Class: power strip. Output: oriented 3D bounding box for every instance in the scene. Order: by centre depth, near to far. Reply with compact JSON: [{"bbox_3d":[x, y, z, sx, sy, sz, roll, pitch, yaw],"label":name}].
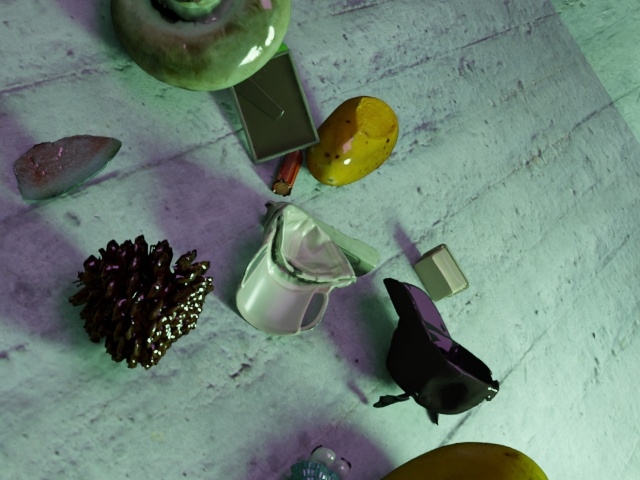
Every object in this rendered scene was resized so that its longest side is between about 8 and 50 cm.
[{"bbox_3d":[0.000,-0.003,1.974,0.286,0.080,0.048,31,47,-29],"label":"power strip"}]

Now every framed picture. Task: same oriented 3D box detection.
[{"bbox_3d":[-0.099,-0.277,1.974,0.015,0.150,0.203,-42,114,-79],"label":"framed picture"}]

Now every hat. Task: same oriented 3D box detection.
[{"bbox_3d":[-0.068,0.063,1.834,0.219,0.226,0.164,45,-1,-25],"label":"hat"},{"bbox_3d":[0.194,0.248,1.980,0.336,0.209,0.238,51,14,20],"label":"hat"}]

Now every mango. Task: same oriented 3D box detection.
[{"bbox_3d":[0.234,0.520,1.714,0.445,0.232,0.300,-19,43,-35],"label":"mango"},{"bbox_3d":[0.059,-0.206,2.087,0.160,0.191,0.290,48,33,-1],"label":"mango"}]

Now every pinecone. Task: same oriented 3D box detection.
[{"bbox_3d":[-0.286,0.086,1.510,0.221,0.221,0.221,27,48,-33],"label":"pinecone"}]

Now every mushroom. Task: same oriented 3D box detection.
[{"bbox_3d":[-0.232,-0.454,1.842,0.260,0.352,0.352,59,10,-76],"label":"mushroom"}]

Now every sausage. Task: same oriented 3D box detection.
[{"bbox_3d":[-0.066,-0.156,2.035,0.050,0.048,0.145,62,31,-34],"label":"sausage"}]

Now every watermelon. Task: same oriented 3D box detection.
[{"bbox_3d":[-0.420,-0.127,1.601,0.180,0.081,0.094,-15,96,-15],"label":"watermelon"}]

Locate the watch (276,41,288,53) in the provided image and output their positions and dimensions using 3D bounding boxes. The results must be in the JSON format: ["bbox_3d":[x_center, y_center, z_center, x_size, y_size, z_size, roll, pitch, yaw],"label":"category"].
[{"bbox_3d":[-0.146,-0.394,2.052,0.131,0.165,0.152,-52,126,-43],"label":"watch"}]

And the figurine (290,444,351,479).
[{"bbox_3d":[-0.025,0.457,1.620,0.138,0.110,0.245,44,35,-13],"label":"figurine"}]

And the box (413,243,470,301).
[{"bbox_3d":[0.278,0.079,2.216,0.062,0.089,0.122,-28,86,-42],"label":"box"}]
